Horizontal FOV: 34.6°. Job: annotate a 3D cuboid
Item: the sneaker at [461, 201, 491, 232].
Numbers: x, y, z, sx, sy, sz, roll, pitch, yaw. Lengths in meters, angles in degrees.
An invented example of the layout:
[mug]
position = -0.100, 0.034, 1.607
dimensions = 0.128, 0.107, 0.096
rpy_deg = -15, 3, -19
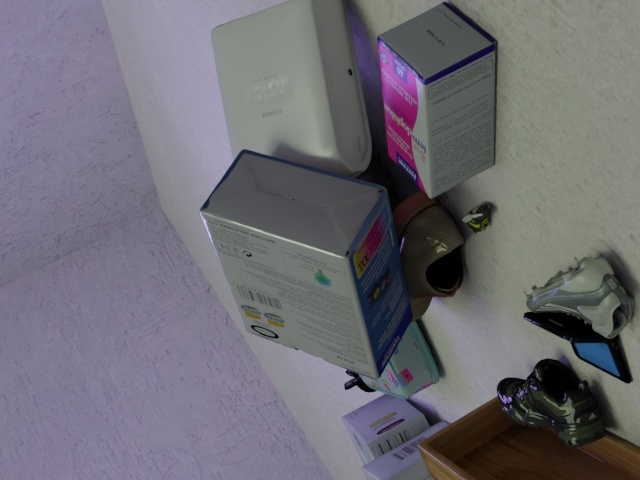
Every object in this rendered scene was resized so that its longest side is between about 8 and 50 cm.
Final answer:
[sneaker]
position = 0.237, -0.032, 1.516
dimensions = 0.035, 0.031, 0.083
rpy_deg = 49, 169, -2

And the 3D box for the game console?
[game console]
position = 0.343, 0.144, 1.382
dimensions = 0.122, 0.107, 0.071
rpy_deg = -152, 66, -64

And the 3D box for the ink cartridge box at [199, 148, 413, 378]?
[ink cartridge box]
position = -0.009, 0.063, 1.673
dimensions = 0.270, 0.151, 0.395
rpy_deg = 18, 145, 26

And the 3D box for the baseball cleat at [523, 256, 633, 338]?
[baseball cleat]
position = 0.330, 0.085, 1.319
dimensions = 0.109, 0.072, 0.206
rpy_deg = 54, 168, 7

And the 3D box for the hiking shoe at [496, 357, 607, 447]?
[hiking shoe]
position = 0.341, 0.223, 1.536
dimensions = 0.227, 0.086, 0.114
rpy_deg = 16, 118, 63

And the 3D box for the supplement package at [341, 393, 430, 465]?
[supplement package]
position = 0.176, 0.482, 2.328
dimensions = 0.204, 0.145, 0.262
rpy_deg = 65, 171, -8

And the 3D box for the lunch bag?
[lunch bag]
position = 0.133, 0.217, 2.136
dimensions = 0.224, 0.108, 0.279
rpy_deg = 62, 166, -8

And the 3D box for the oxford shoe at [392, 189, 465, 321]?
[oxford shoe]
position = 0.170, 0.064, 1.730
dimensions = 0.130, 0.123, 0.348
rpy_deg = 49, 162, 26

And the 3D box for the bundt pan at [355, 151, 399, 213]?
[bundt pan]
position = 0.038, -0.094, 1.887
dimensions = 0.330, 0.124, 0.330
rpy_deg = 56, 164, 24

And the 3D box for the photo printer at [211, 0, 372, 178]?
[photo printer]
position = -0.047, -0.224, 1.671
dimensions = 0.256, 0.107, 0.307
rpy_deg = -7, 94, 42

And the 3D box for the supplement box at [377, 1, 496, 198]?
[supplement box]
position = 0.156, -0.181, 1.361
dimensions = 0.111, 0.114, 0.220
rpy_deg = 50, 162, 38

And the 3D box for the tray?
[tray]
position = 0.326, 0.345, 1.521
dimensions = 0.076, 0.203, 0.411
rpy_deg = 66, 165, -15

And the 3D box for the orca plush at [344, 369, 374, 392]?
[orca plush]
position = 0.089, 0.313, 2.460
dimensions = 0.151, 0.102, 0.287
rpy_deg = 62, 165, 3

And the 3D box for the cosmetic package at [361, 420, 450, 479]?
[cosmetic package]
position = 0.271, 0.599, 2.136
dimensions = 0.384, 0.217, 0.156
rpy_deg = 63, 166, -6
